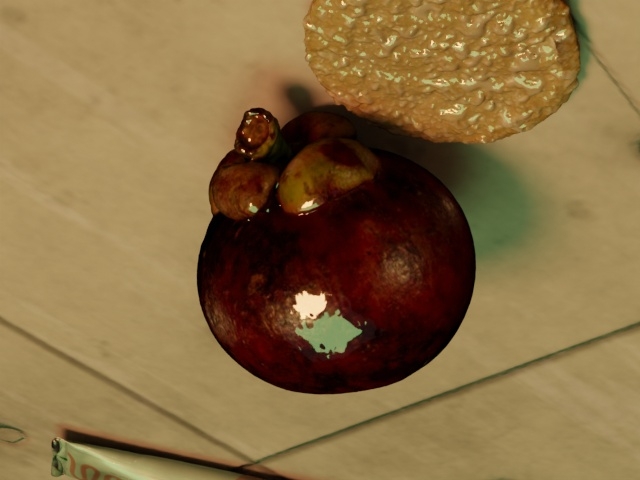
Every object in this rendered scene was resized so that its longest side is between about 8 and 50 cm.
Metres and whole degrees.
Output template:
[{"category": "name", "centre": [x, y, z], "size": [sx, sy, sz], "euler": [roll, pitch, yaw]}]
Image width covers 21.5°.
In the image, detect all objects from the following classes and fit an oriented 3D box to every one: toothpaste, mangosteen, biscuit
[{"category": "toothpaste", "centre": [-0.069, 0.160, 1.061], "size": [0.205, 0.036, 0.056], "euler": [14, 147, -1]}, {"category": "mangosteen", "centre": [0.000, 0.000, 0.748], "size": [0.140, 0.140, 0.140], "euler": [6, 146, 4]}, {"category": "biscuit", "centre": [0.050, -0.078, 0.703], "size": [0.120, 0.015, 0.120], "euler": [7, 146, 5]}]
